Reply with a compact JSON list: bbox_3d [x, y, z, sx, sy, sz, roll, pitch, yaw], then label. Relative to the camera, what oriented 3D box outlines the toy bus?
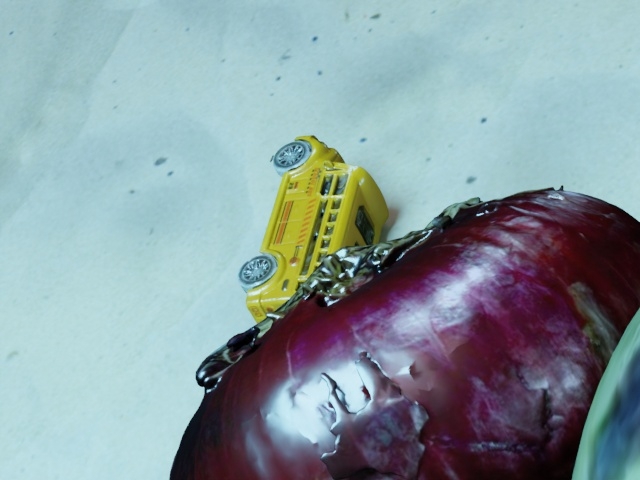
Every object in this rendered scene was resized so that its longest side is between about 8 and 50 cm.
[{"bbox_3d":[0.000,0.000,1.202,0.074,0.069,0.162,-7,45,25],"label":"toy bus"}]

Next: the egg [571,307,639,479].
[{"bbox_3d":[0.307,0.103,0.684,0.428,0.345,0.345,-16,38,-8],"label":"egg"}]

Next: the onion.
[{"bbox_3d":[0.064,0.108,0.904,0.314,0.314,0.232,-33,80,-4],"label":"onion"}]
